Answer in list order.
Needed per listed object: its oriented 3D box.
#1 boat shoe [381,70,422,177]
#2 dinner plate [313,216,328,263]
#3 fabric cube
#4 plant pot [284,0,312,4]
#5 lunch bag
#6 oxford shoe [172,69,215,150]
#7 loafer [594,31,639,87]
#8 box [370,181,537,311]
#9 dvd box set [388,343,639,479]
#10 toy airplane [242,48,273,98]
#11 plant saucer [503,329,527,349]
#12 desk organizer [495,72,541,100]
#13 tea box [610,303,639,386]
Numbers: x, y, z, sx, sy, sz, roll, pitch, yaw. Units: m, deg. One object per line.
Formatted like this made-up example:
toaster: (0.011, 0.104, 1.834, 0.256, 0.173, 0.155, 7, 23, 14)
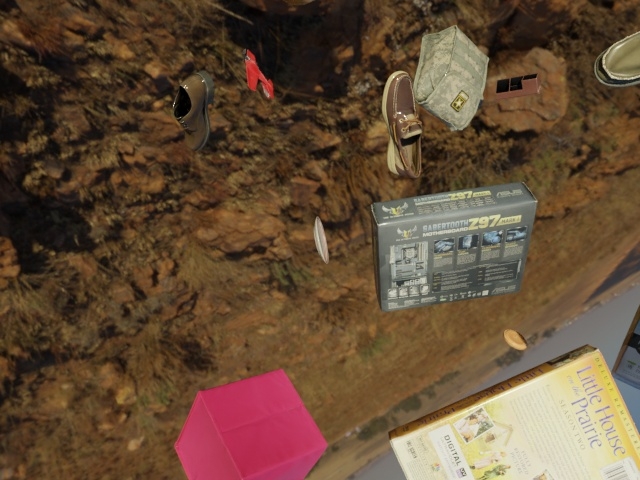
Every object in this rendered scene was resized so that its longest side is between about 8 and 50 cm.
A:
boat shoe: (0.280, -0.362, 1.650, 0.123, 0.123, 0.343, -19, 120, -27)
dinner plate: (0.000, 0.000, 1.508, 0.017, 0.141, 0.141, -11, 159, 10)
fabric cube: (-0.188, 0.531, 1.343, 0.258, 0.259, 0.254, -5, 135, -40)
plant pot: (-0.060, -0.535, 0.849, 0.205, 0.205, 0.187, -45, 142, 20)
lunch bag: (0.454, -0.550, 1.799, 0.235, 0.287, 0.168, 21, 167, -40)
oxford shoe: (-0.323, -0.305, 1.262, 0.096, 0.082, 0.227, -35, 156, -34)
loafer: (0.623, -0.358, 0.919, 0.251, 0.095, 0.087, -21, 170, 21)
box: (0.198, 0.014, 0.793, 0.232, 0.059, 0.184, -9, 130, -1)
dvd box set: (0.379, 0.419, 0.965, 0.420, 0.308, 0.062, -26, 180, 3)
toy airplane: (-0.156, -0.415, 1.305, 0.028, 0.151, 0.151, -18, 162, 16)
plant saucer: (0.645, 0.326, 1.705, 0.083, 0.083, 0.013, -14, 138, -41)
desk organizer: (0.610, -0.477, 1.600, 0.047, 0.130, 0.050, -55, 132, -42)
tea box: (0.919, 0.249, 1.317, 0.329, 0.219, 0.324, 27, 86, -60)
